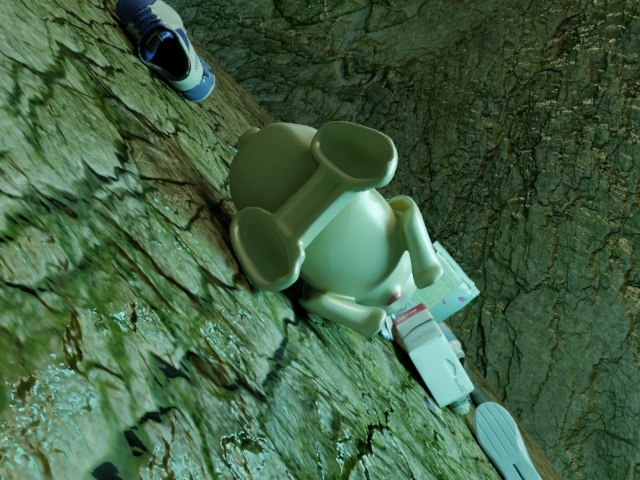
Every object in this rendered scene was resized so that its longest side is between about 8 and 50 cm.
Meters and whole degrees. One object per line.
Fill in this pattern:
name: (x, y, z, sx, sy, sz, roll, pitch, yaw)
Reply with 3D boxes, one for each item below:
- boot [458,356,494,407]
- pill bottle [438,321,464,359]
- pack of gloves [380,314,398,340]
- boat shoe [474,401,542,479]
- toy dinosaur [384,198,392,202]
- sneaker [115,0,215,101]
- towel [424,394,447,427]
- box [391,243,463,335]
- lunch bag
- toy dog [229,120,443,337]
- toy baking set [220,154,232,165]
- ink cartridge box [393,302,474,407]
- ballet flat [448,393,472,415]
boot: (0.546, 0.523, 2.376, 0.208, 0.076, 0.190, 42, 22, -10)
pill bottle: (0.476, 0.391, 2.595, 0.087, 0.087, 0.160, 44, 9, -42)
pack of gloves: (0.160, 0.141, 1.753, 0.195, 0.046, 0.232, 19, 52, -71)
boat shoe: (0.479, 0.553, 1.745, 0.302, 0.109, 0.094, -109, 175, -49)
toy dinosaur: (0.146, -0.033, 2.009, 0.164, 0.218, 0.322, 10, 18, -40)
sneaker: (-0.384, -0.490, 1.643, 0.315, 0.127, 0.182, 52, 5, 8)
towel: (0.260, 0.384, 1.540, 0.060, 0.009, 0.083, 48, 7, -8)
box: (0.270, 0.132, 1.992, 0.117, 0.243, 0.213, 49, 6, -7)
lunch bag: (0.345, 0.150, 2.178, 0.223, 0.262, 0.160, 52, 30, 4)
toy dog: (0.022, 0.003, 1.194, 0.395, 0.285, 0.408, 32, -8, 41)
toy baking set: (-0.117, -0.116, 1.597, 0.256, 0.030, 0.197, 21, 22, -39)
ink cartridge box: (0.283, 0.286, 1.740, 0.172, 0.100, 0.237, 59, 4, -13)
ballet flat: (0.373, 0.431, 1.816, 0.070, 0.070, 0.188, 52, 10, 18)
